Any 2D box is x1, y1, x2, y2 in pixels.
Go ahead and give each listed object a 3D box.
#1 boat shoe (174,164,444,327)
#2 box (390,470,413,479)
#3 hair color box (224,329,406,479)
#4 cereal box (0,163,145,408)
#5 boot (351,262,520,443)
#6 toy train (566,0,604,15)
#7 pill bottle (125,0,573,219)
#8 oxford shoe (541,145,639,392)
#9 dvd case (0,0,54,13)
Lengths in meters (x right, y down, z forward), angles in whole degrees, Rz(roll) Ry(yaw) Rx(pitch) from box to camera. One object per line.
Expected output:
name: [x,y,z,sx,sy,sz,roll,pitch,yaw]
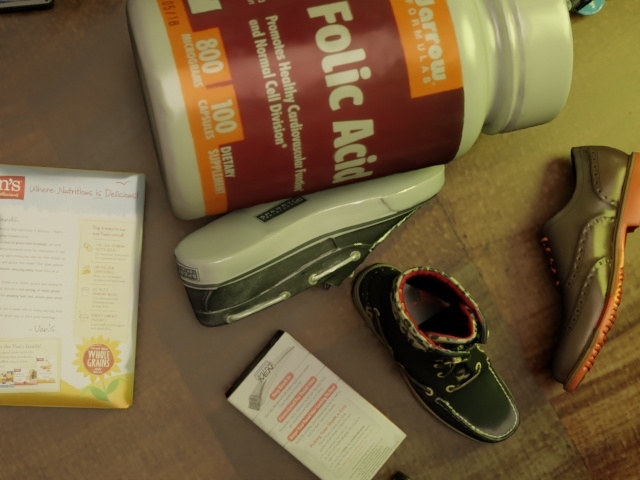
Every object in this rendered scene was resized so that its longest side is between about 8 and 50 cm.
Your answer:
boat shoe: [0.000,0.000,1.026,0.301,0.108,0.102,-26,123,-22]
box: [0.120,0.383,1.036,0.231,0.056,0.183,39,81,-4]
hair color box: [-0.006,0.180,1.031,0.167,0.053,0.093,42,82,-6]
cereal box: [-0.268,0.046,1.000,0.173,0.047,0.240,4,85,-9]
boot: [0.131,0.118,0.993,0.085,0.178,0.236,-41,92,-9]
toy train: [0.321,-0.330,1.107,0.184,0.080,0.105,-35,84,-10]
pill bottle: [0.025,-0.166,0.971,0.392,0.224,0.224,-13,88,-9]
oxford shoe: [0.281,0.027,1.080,0.098,0.097,0.271,15,79,12]
dvd case: [-0.411,-0.313,1.015,0.253,0.022,0.180,-8,88,-10]
